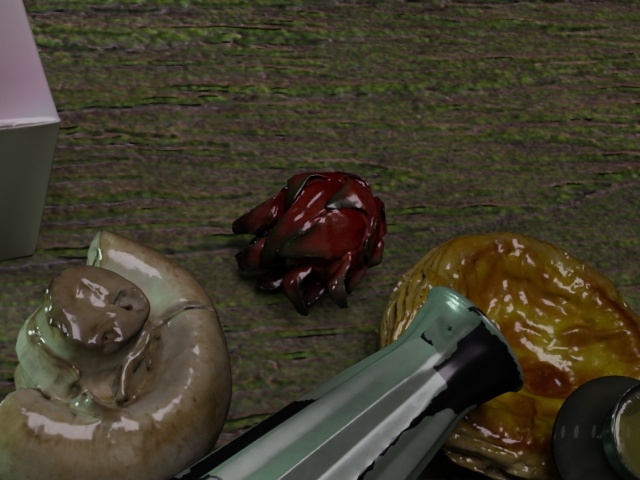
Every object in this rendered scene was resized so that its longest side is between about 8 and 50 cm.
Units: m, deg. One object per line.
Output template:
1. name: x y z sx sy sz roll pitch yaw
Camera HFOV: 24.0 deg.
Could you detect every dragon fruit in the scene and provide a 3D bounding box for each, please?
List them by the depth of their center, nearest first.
1. dragon fruit: -0.003 -0.006 1.477 0.121 0.130 0.142 57 49 -16

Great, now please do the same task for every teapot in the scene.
1. teapot: 0.265 0.192 1.276 0.130 0.119 0.166 6 71 -16

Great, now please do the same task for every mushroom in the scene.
1. mushroom: -0.165 0.115 1.271 0.189 0.195 0.254 23 52 -5

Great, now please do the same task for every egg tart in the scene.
1. egg tart: 0.185 0.125 1.433 0.294 0.116 0.295 10 49 -11

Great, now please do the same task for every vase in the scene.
1. vase: 0.000 0.190 1.233 0.360 0.165 0.165 -40 72 -16

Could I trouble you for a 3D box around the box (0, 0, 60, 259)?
1. box: -0.329 -0.136 1.401 0.106 0.203 0.252 -6 56 -24
